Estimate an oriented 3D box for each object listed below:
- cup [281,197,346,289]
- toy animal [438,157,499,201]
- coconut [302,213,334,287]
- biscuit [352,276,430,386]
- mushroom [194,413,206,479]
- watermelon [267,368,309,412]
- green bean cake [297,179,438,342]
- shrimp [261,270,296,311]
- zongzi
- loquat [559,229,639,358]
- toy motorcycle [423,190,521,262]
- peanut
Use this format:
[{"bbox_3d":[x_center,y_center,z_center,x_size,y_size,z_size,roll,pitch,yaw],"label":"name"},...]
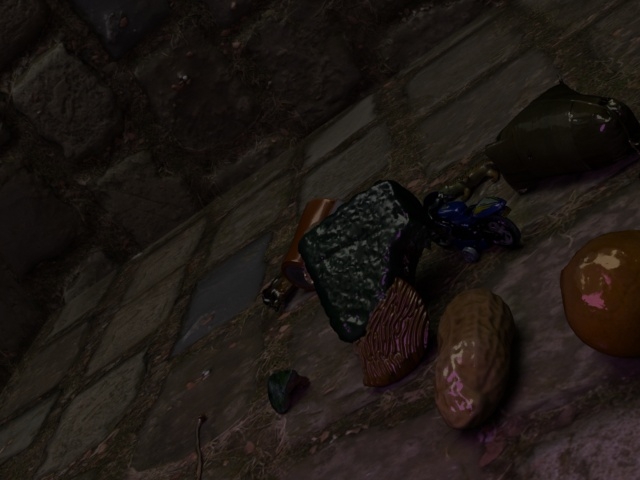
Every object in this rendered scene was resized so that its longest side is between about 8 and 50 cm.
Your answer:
[{"bbox_3d":[0.000,0.000,2.321,0.264,0.182,0.226,-61,-2,-33],"label":"cup"},{"bbox_3d":[0.424,-0.177,2.153,0.241,0.057,0.099,-35,20,12],"label":"toy animal"},{"bbox_3d":[0.077,0.033,2.092,0.233,0.233,0.245,-51,16,-31],"label":"coconut"},{"bbox_3d":[0.148,0.193,1.678,0.176,0.229,0.031,-8,-12,17],"label":"biscuit"},{"bbox_3d":[-0.305,0.520,1.970,0.025,0.028,0.286,4,22,-7],"label":"mushroom"},{"bbox_3d":[-0.092,0.366,1.900,0.155,0.080,0.101,-11,69,48],"label":"watermelon"},{"bbox_3d":[0.135,0.057,1.826,0.300,0.169,0.308,-34,62,20],"label":"green bean cake"},{"bbox_3d":[-0.128,0.140,2.423,0.145,0.059,0.254,-25,24,40],"label":"shrimp"},{"bbox_3d":[0.658,-0.305,1.868,0.447,0.181,0.418,-7,36,52],"label":"zongzi"},{"bbox_3d":[0.490,0.086,1.266,0.208,0.208,0.208,-33,21,14],"label":"loquat"},{"bbox_3d":[0.338,-0.046,1.857,0.113,0.169,0.315,-46,20,-24],"label":"toy motorcycle"},{"bbox_3d":[0.279,0.211,1.456,0.153,0.140,0.325,-36,20,40],"label":"peanut"}]
